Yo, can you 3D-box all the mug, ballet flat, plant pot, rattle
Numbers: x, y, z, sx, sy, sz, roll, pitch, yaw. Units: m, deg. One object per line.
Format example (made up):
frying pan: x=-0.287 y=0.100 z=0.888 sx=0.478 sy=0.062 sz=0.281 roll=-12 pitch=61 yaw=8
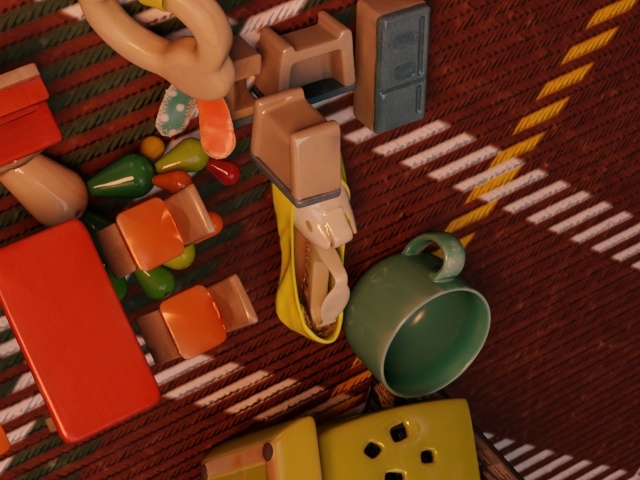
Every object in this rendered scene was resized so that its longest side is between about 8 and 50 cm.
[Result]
mug: x=0.096 y=0.064 z=1.599 sx=0.158 sy=0.097 sz=0.129 roll=-50 pitch=137 yaw=6
ballet flat: x=0.000 y=0.000 z=1.488 sx=0.077 sy=0.077 sz=0.231 roll=-18 pitch=132 yaw=-25
plant pot: x=0.014 y=0.277 z=1.565 sx=0.207 sy=0.227 sz=0.228 roll=2 pitch=165 yaw=-31
rattle: x=-0.099 y=-0.180 z=1.274 sx=0.130 sy=0.143 sz=0.200 roll=-9 pitch=142 yaw=27

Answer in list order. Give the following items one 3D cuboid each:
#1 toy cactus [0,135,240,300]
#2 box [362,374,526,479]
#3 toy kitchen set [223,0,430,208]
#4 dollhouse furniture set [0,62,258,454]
toy cactus: x=-0.185 y=-0.018 z=1.334 sx=0.219 sy=0.112 sz=0.180 roll=-46 pitch=119 yaw=6
box: x=0.112 y=0.252 z=1.670 sx=0.051 sy=0.220 sz=0.175 roll=-8 pitch=126 yaw=-31
toy kitchen set: x=0.028 y=-0.101 z=1.362 sx=0.207 sy=0.166 sz=0.122 roll=-20 pitch=133 yaw=-24
dollhouse furniture set: x=-0.202 y=0.017 z=1.185 sx=0.262 sy=0.135 sz=0.259 roll=-26 pitch=91 yaw=-26
